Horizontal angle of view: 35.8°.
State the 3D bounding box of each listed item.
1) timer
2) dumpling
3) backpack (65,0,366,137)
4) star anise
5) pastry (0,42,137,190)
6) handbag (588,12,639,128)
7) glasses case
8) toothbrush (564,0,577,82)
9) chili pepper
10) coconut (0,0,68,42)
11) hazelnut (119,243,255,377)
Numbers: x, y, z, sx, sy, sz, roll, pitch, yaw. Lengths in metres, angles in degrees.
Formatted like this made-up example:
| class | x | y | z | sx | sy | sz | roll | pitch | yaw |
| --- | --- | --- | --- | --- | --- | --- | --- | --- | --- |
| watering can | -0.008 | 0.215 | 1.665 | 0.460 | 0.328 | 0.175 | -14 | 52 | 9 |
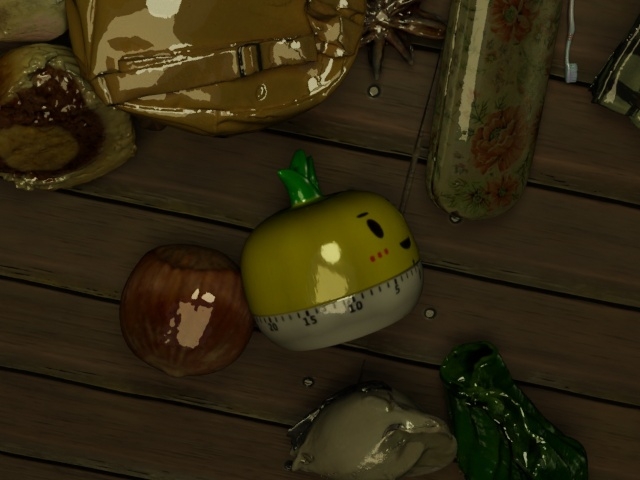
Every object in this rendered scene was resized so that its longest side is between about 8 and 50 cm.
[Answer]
| class | x | y | z | sx | sy | sz | roll | pitch | yaw |
| --- | --- | --- | --- | --- | --- | --- | --- | --- | --- |
| timer | 0.000 | 0.000 | 1.428 | 0.285 | 0.285 | 0.285 | 1 | 110 | 3 |
| dumpling | 0.086 | 0.314 | 1.600 | 0.293 | 0.205 | 0.163 | -26 | 71 | 36 |
| backpack | -0.134 | -0.292 | 1.263 | 0.378 | 0.201 | 0.353 | 13 | 101 | -10 |
| star anise | 0.074 | -0.324 | 1.390 | 0.229 | 0.093 | 0.236 | 39 | 112 | -17 |
| pastry | -0.396 | -0.187 | 1.417 | 0.256 | 0.237 | 0.170 | -34 | 62 | 26 |
| handbag | 0.569 | -0.247 | 1.292 | 0.325 | 0.163 | 0.327 | 40 | 115 | 24 |
| glasses case | 0.245 | -0.233 | 1.393 | 0.157 | 0.098 | 0.425 | -4 | 113 | -26 |
| toothbrush | 0.360 | -0.320 | 1.411 | 0.019 | 0.013 | 0.193 | -4 | 110 | -2 |
| chili pepper | 0.323 | 0.336 | 1.575 | 0.167 | 0.213 | 0.384 | -38 | 114 | -28 |
| coconut | -0.394 | -0.386 | 1.319 | 0.197 | 0.237 | 0.236 | 12 | 115 | 35 |
| hazelnut | -0.200 | 0.108 | 1.505 | 0.214 | 0.176 | 0.214 | -3 | 67 | 7 |
